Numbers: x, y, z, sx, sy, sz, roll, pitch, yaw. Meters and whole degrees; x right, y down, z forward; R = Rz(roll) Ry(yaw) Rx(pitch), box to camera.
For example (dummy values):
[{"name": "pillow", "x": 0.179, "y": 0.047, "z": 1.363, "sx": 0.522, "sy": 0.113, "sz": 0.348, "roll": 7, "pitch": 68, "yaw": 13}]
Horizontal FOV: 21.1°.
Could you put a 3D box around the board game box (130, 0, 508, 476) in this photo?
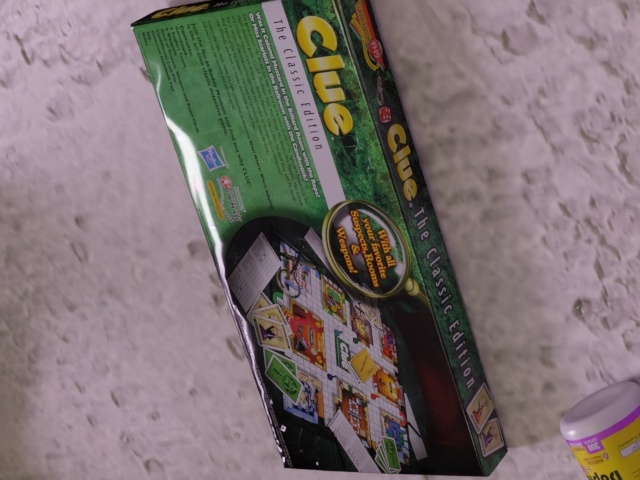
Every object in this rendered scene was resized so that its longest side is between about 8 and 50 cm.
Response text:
[{"name": "board game box", "x": 0.000, "y": 0.000, "z": 0.872, "sx": 0.136, "sy": 0.030, "sz": 0.260, "roll": -2, "pitch": 114, "yaw": 41}]

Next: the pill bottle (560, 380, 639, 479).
[{"name": "pill bottle", "x": 0.150, "y": 0.111, "z": 0.808, "sx": 0.043, "sy": 0.043, "sz": 0.083, "roll": -26, "pitch": 98, "yaw": 44}]
